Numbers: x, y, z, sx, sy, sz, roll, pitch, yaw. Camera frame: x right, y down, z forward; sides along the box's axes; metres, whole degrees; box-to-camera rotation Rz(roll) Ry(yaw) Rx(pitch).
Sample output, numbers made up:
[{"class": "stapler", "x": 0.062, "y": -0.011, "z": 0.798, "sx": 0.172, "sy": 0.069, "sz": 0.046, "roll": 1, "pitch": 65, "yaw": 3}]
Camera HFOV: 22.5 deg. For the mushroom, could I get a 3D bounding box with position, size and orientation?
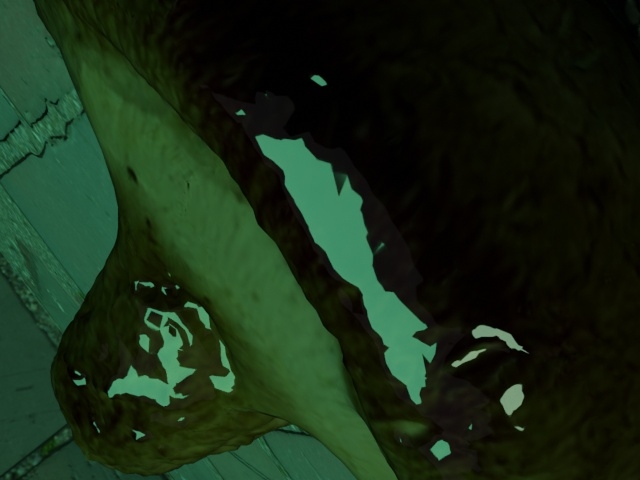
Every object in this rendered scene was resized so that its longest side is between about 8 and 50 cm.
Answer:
[{"class": "mushroom", "x": 0.019, "y": -0.016, "z": 0.607, "sx": 0.345, "sy": 0.239, "sz": 0.345, "roll": 25, "pitch": 159, "yaw": 11}]
